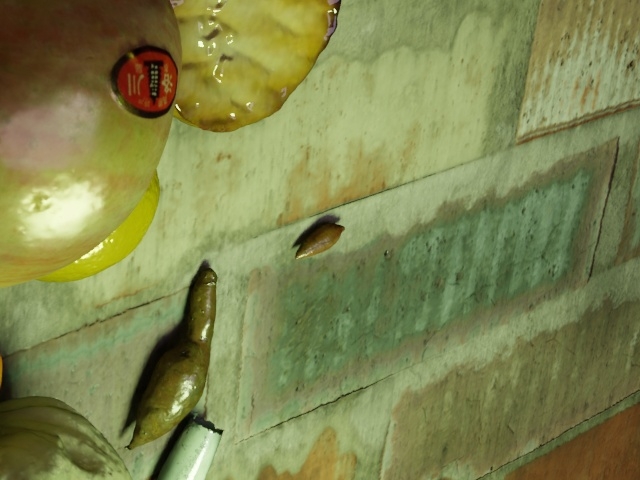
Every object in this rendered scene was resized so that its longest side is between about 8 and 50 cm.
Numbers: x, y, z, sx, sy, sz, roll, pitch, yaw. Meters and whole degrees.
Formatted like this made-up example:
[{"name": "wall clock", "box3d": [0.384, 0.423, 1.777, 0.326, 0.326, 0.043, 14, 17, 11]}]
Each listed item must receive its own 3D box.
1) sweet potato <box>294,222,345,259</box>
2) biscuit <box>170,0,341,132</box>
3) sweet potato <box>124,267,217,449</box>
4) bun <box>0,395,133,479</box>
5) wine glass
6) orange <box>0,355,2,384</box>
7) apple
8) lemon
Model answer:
[{"name": "sweet potato", "box3d": [0.000, 0.000, 2.420, 0.095, 0.034, 0.034, -35, 138, -32]}, {"name": "biscuit", "box3d": [-0.105, -0.274, 2.058, 0.296, 0.102, 0.296, -29, 132, -37]}, {"name": "sweet potato", "box3d": [-0.180, 0.167, 2.305, 0.075, 0.075, 0.269, 17, 98, -52]}, {"name": "bun", "box3d": [-0.388, 0.313, 2.012, 0.360, 0.360, 0.211, -28, 94, -34]}, {"name": "wine glass", "box3d": [-0.210, 0.361, 2.412, 0.074, 0.074, 0.262, 22, 97, -52]}, {"name": "orange", "box3d": [-0.448, 0.143, 1.911, 0.193, 0.161, 0.193, -13, 124, -20]}, {"name": "apple", "box3d": [-0.338, -0.145, 1.670, 0.347, 0.391, 0.391, 18, 102, -34]}, {"name": "lemon", "box3d": [-0.281, -0.047, 1.948, 0.244, 0.187, 0.186, -26, 132, -38]}]
